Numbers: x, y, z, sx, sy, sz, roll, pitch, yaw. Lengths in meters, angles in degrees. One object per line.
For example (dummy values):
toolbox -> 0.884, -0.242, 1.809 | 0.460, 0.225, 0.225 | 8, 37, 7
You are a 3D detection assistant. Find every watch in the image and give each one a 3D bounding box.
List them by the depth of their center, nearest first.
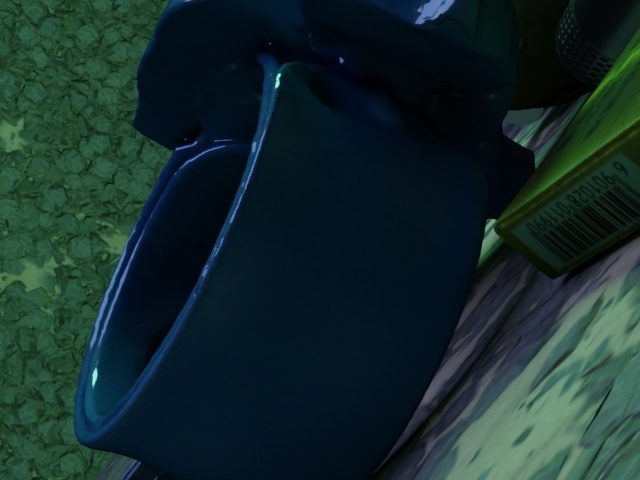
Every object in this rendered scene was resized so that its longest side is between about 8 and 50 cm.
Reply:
watch -> 0.000, 0.000, 0.937 | 0.305, 0.241, 0.274 | -40, 28, 61

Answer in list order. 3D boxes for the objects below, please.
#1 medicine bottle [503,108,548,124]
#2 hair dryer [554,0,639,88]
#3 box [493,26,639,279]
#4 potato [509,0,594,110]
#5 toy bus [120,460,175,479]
medicine bottle -> 0.170, -0.178, 1.280 | 0.187, 0.103, 0.103 | -52, 4, -23
hair dryer -> 0.149, -0.254, 0.888 | 0.155, 0.284, 0.320 | -33, -7, -29
box -> 0.184, -0.095, 0.713 | 0.173, 0.043, 0.311 | -53, 3, -24
potato -> 0.141, -0.173, 1.127 | 0.235, 0.178, 0.160 | -54, -31, -44
toy bus -> -0.130, 0.206, 1.325 | 0.236, 0.079, 0.094 | -52, 2, -16
